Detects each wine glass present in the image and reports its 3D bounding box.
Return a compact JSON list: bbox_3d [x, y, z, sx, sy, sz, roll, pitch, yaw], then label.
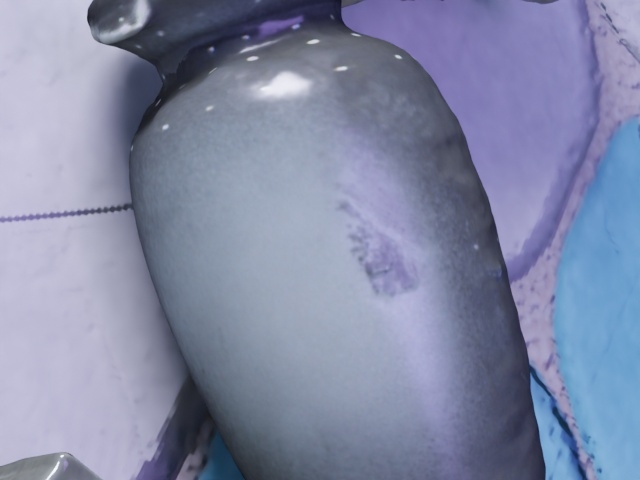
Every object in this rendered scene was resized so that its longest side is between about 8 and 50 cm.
[{"bbox_3d":[0.000,0.000,0.633,0.111,0.111,0.204,-18,90,-45],"label":"wine glass"}]

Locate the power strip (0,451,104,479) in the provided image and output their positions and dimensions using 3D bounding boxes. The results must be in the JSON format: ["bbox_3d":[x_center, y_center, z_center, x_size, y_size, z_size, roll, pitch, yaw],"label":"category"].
[{"bbox_3d":[-0.049,0.136,0.595,0.175,0.042,0.075,42,51,-27],"label":"power strip"}]

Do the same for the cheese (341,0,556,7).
[{"bbox_3d":[0.041,-0.196,0.757,0.163,0.071,0.249,12,71,-42],"label":"cheese"}]
